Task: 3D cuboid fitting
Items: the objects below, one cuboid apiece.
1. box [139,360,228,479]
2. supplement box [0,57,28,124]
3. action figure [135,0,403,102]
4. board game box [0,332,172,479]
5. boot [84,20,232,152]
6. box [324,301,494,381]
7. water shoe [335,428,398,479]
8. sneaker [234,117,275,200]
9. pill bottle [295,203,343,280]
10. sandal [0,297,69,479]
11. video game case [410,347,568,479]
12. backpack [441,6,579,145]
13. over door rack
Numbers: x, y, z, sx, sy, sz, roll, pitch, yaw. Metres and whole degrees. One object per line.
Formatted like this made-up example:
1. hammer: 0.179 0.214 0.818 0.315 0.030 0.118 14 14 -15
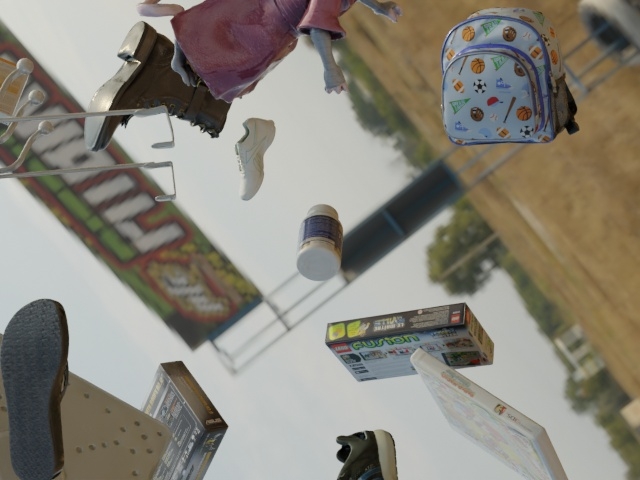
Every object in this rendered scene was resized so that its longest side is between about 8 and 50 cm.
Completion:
1. box: -0.276 0.372 2.442 0.056 0.231 0.183 -2 -142 -41
2. supplement box: -0.532 -0.251 2.173 0.062 0.098 0.036 22 153 -13
3. action figure: -0.035 -0.354 1.900 0.275 0.370 0.248 51 -155 -16
4. board game box: -0.467 0.353 2.018 0.390 0.050 0.390 30 -139 -8
5. boot: -0.264 -0.233 2.251 0.229 0.263 0.091 27 -177 -34
6. box: 0.123 0.143 1.793 0.114 0.207 0.036 53 -144 -45
7. water shoe: 0.055 0.310 1.542 0.203 0.080 0.072 -94 1 -56
8. sneaker: -0.129 -0.147 2.316 0.061 0.152 0.054 11 -176 -32
9. pill bottle: 0.000 0.000 1.939 0.067 0.067 0.120 48 -153 -28
10. sandal: -0.388 0.203 1.786 0.054 0.097 0.254 -8 -77 -71
11. video game case: 0.227 0.247 1.705 0.206 0.026 0.227 32 164 34
12. backpack: 0.348 -0.317 2.526 0.213 0.277 0.263 -35 -58 -64
13. over door rack: -0.354 -0.152 1.792 0.239 0.324 0.108 105 171 -73
